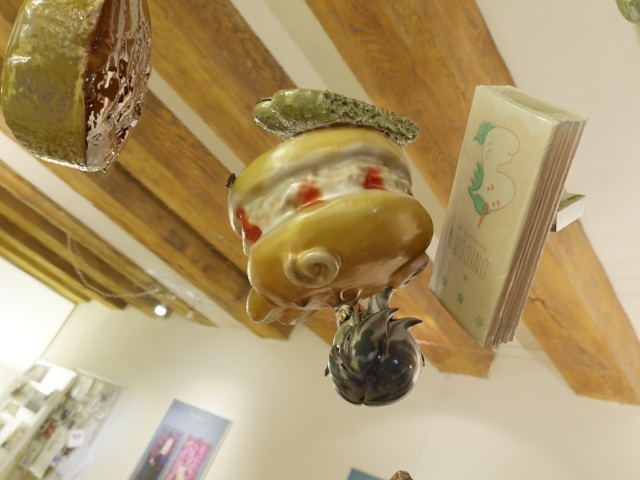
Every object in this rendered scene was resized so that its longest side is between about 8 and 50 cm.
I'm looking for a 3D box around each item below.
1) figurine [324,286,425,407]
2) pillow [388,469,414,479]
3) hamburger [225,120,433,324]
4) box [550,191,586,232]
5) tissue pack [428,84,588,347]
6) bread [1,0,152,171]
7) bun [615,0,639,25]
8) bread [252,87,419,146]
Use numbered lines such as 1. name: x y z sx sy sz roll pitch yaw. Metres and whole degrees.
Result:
1. figurine: 0.093 0.185 1.104 0.196 0.265 0.175 0 -55 14
2. pillow: 0.129 0.502 1.001 0.171 0.179 0.075 49 16 17
3. hamburger: 0.000 0.000 0.811 0.302 0.187 0.260 -28 -25 31
4. box: 0.443 -0.056 1.116 0.049 0.207 0.041 12 -72 35
5. tissue pack: 0.243 -0.034 0.831 0.071 0.326 0.170 -3 27 -23
6. bread: -0.304 -0.219 0.786 0.147 0.270 0.270 13 -23 -10
7. bun: 0.389 -0.333 0.647 0.108 0.221 0.221 21 -25 17
8. bread: 0.013 -0.181 0.947 0.286 0.056 0.207 6 -2 -43
